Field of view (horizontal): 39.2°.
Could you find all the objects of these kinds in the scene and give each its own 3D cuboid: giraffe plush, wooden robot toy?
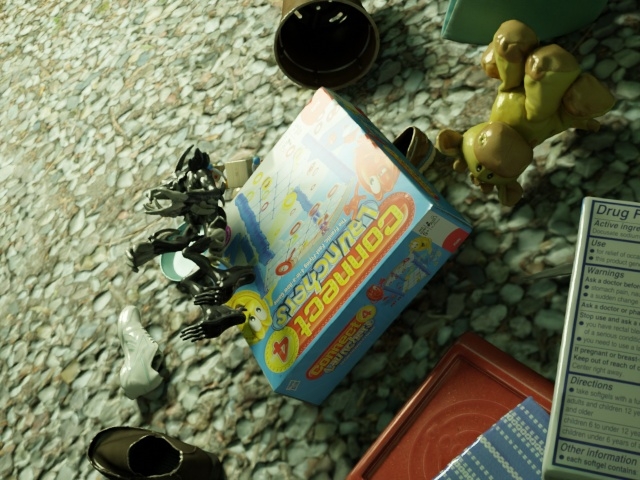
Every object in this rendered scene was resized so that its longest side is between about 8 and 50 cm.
[{"bbox_3d":[0.241,-0.145,1.130,0.181,0.210,0.170,41,90,20],"label":"giraffe plush"},{"bbox_3d":[-0.108,-0.088,1.408,0.173,0.076,0.079,-3,92,31],"label":"wooden robot toy"}]

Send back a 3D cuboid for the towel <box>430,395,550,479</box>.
[{"bbox_3d":[0.163,0.346,0.864,0.336,0.040,0.243,-40,61,-6],"label":"towel"}]

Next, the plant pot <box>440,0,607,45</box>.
[{"bbox_3d":[0.303,-0.392,1.232,0.195,0.290,0.290,17,63,1],"label":"plant pot"}]

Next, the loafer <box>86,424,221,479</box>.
[{"bbox_3d":[-0.233,0.281,1.191,0.220,0.078,0.080,-1,58,33],"label":"loafer"}]

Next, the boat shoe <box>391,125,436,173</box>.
[{"bbox_3d":[0.085,-0.086,1.261,0.066,0.066,0.183,26,75,43],"label":"boat shoe"}]

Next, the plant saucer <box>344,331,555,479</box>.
[{"bbox_3d":[0.167,0.245,0.981,0.259,0.048,0.258,-49,46,-9],"label":"plant saucer"}]

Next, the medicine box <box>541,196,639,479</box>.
[{"bbox_3d":[0.355,0.127,0.827,0.263,0.149,0.289,9,61,17],"label":"medicine box"}]

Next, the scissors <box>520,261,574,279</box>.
[{"bbox_3d":[0.383,0.006,1.037,0.297,0.021,0.109,-1,60,34],"label":"scissors"}]

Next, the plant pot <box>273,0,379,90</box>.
[{"bbox_3d":[0.005,-0.359,1.459,0.167,0.167,0.165,-23,41,17],"label":"plant pot"}]

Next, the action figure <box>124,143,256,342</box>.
[{"bbox_3d":[-0.182,-0.013,1.196,0.140,0.164,0.276,-6,50,-24],"label":"action figure"}]

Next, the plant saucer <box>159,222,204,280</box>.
[{"bbox_3d":[-0.196,0.016,1.401,0.119,0.021,0.119,-17,50,22],"label":"plant saucer"}]

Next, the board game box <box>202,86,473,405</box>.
[{"bbox_3d":[0.000,0.000,1.185,0.308,0.086,0.302,-51,44,14],"label":"board game box"}]

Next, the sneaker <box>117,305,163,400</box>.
[{"bbox_3d":[-0.262,0.160,1.324,0.061,0.054,0.152,-20,55,8],"label":"sneaker"}]
